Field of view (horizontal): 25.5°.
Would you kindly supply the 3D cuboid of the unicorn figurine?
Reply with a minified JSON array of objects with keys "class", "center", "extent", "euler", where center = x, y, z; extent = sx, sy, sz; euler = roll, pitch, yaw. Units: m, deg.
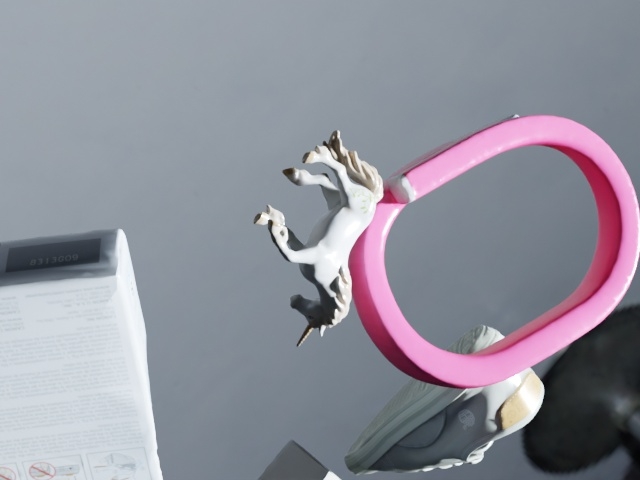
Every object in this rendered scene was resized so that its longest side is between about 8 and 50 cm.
[{"class":"unicorn figurine","center":[0.000,0.000,1.150],"extent":[0.111,0.060,0.162],"euler":[39,86,-23]}]

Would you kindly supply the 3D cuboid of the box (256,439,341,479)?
[{"class":"box","center":[0.011,0.409,2.091],"extent":[0.113,0.094,0.275],"euler":[-51,139,-7]}]

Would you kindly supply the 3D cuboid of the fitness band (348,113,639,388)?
[{"class":"fitness band","center":[0.160,0.007,1.251],"extent":[0.290,0.054,0.209],"euler":[-28,96,-24]}]

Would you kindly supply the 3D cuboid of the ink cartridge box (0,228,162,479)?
[{"class":"ink cartridge box","center":[-0.336,0.173,1.542],"extent":[0.308,0.091,0.385],"euler":[-7,129,-1]}]

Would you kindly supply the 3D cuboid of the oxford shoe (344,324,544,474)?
[{"class":"oxford shoe","center":[0.149,0.239,1.821],"extent":[0.169,0.130,0.449],"euler":[-50,-179,-28]}]
